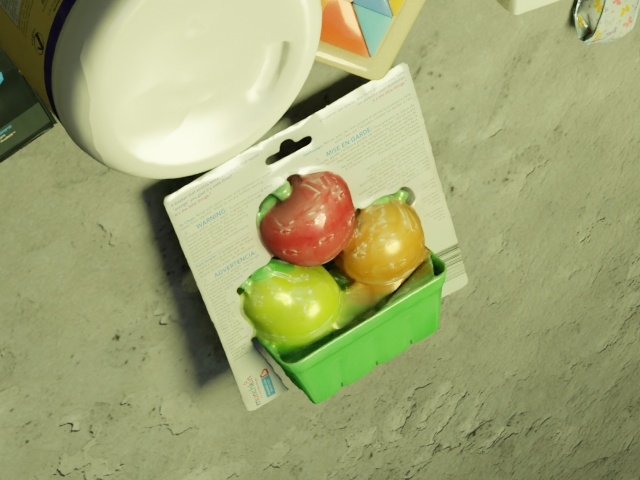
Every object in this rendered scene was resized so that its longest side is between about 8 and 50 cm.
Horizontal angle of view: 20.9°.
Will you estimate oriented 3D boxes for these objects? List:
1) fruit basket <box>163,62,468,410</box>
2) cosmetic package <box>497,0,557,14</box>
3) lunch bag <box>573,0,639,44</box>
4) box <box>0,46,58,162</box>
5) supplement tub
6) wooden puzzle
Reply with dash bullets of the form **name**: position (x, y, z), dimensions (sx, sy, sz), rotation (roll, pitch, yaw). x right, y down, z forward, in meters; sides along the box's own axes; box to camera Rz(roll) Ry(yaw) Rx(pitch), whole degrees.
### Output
- **fruit basket**: position (0.000, 0.000, 2.034), dimensions (0.327, 0.165, 0.353), rotation (-31, 126, -14)
- **cosmetic package**: position (0.332, -0.415, 1.880), dimensions (0.385, 0.156, 0.217), rotation (-21, 138, -26)
- **lunch bag**: position (0.346, -0.281, 2.104), dimensions (0.071, 0.053, 0.083), rotation (-11, 123, -36)
- **box**: position (-0.380, -0.116, 1.642), dimensions (0.220, 0.051, 0.175), rotation (-35, 142, -8)
- **supplement tub**: position (-0.176, -0.234, 1.473), dimensions (0.241, 0.331, 0.241), rotation (-23, 138, -22)
- **wooden puzzle**: position (0.022, -0.283, 1.791), dimensions (0.238, 0.044, 0.221), rotation (14, 118, -30)
